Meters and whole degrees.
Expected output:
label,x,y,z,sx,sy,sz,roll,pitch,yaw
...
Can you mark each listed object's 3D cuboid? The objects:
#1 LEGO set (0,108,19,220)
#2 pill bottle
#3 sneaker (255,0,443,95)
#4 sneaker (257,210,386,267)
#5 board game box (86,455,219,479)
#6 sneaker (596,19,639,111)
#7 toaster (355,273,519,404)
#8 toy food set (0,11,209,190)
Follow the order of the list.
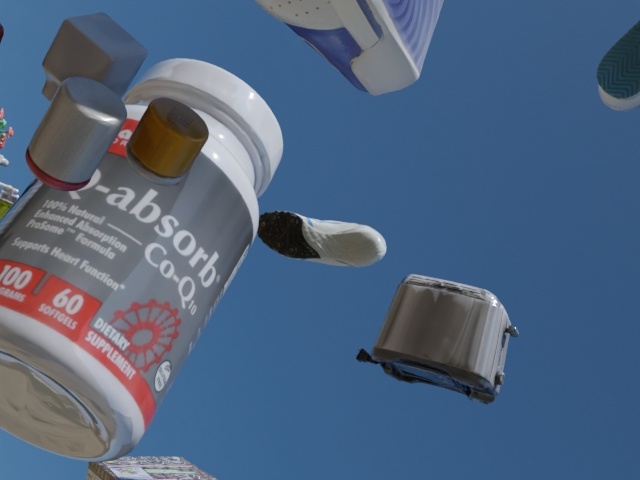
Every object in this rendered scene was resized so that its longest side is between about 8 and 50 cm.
label,x,y,z,sx,sy,sz,roll,pitch,yaw
LEGO set,-0.420,-0.077,1.162,0.287,0.107,0.132,-59,-164,22
pill bottle,-0.185,0.004,0.898,0.210,0.363,0.210,17,-37,13
sneaker,-0.076,-0.204,0.439,0.182,0.315,0.127,-4,-127,40
sneaker,0.000,0.000,1.697,0.237,0.086,0.085,12,-92,4
board game box,-0.193,0.414,1.175,0.291,0.141,0.232,5,-92,60
sneaker,0.435,-0.251,1.167,0.228,0.092,0.087,-38,-107,6
toaster,0.179,0.144,1.428,0.227,0.129,0.146,11,-111,28
toy food set,-0.187,-0.092,0.567,0.232,0.111,0.104,41,-61,5
